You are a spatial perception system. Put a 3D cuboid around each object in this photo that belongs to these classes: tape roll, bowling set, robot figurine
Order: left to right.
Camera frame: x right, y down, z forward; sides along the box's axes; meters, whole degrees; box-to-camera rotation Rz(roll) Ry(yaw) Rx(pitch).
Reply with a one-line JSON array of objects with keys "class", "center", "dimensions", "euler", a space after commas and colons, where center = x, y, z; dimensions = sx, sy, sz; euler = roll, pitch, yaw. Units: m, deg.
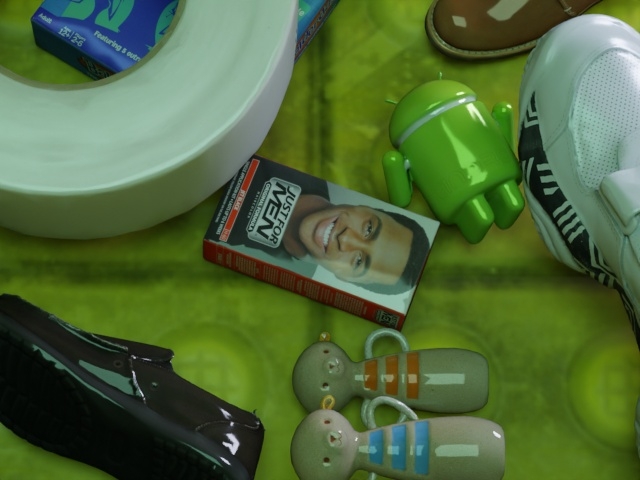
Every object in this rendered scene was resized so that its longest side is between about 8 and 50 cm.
[{"class": "tape roll", "center": [-0.154, -0.148, 1.212], "dimensions": [0.286, 0.100, 0.286], "euler": [0, 73, -1]}, {"class": "bowling set", "center": [0.030, 0.164, 1.121], "dimensions": [0.154, 0.200, 0.287], "euler": [2, 68, -1]}, {"class": "robot figurine", "center": [0.090, -0.057, 1.260], "dimensions": [0.101, 0.067, 0.115], "euler": [-26, 75, -17]}]

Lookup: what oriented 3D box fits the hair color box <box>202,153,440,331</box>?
[{"class": "hair color box", "center": [0.000, 0.000, 1.249], "dimensions": [0.141, 0.043, 0.072], "euler": [20, 71, 3]}]

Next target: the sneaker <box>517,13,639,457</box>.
[{"class": "sneaker", "center": [0.252, 0.005, 1.153], "dimensions": [0.137, 0.210, 0.366], "euler": [-14, 78, -25]}]

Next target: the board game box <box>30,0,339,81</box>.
[{"class": "board game box", "center": [-0.073, -0.182, 1.304], "dimensions": [0.160, 0.047, 0.210], "euler": [31, 72, 8]}]

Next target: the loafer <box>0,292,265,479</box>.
[{"class": "loafer", "center": [-0.130, 0.099, 1.202], "dimensions": [0.220, 0.080, 0.078], "euler": [32, 40, 9]}]

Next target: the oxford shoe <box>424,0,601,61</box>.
[{"class": "oxford shoe", "center": [0.168, -0.190, 1.305], "dimensions": [0.212, 0.076, 0.076], "euler": [-25, 76, -9]}]
